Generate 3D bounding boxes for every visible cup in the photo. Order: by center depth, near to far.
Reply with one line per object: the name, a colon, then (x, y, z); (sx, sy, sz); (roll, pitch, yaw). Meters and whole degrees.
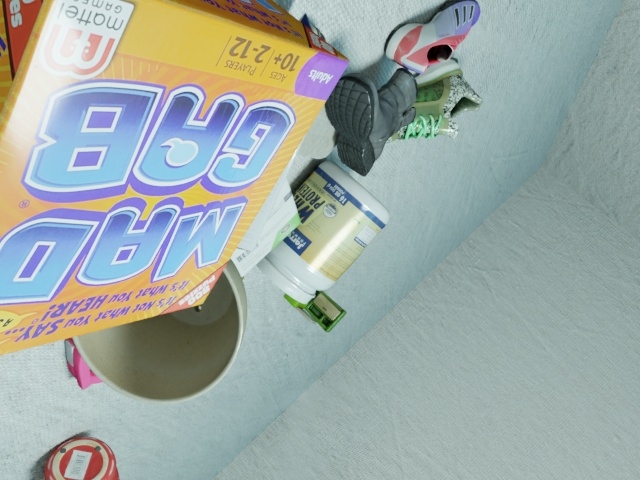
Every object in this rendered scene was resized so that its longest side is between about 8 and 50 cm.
cup: (-0.279, 0.117, 1.221); (0.331, 0.331, 0.237); (-52, 178, 13)

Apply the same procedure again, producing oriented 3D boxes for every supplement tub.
supplement tub: (-0.003, -0.018, 1.572); (0.316, 0.228, 0.228); (-49, 160, 4)

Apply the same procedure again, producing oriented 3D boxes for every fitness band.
fitness band: (-0.454, 0.225, 1.384); (0.209, 0.054, 0.291); (-32, 156, -35)

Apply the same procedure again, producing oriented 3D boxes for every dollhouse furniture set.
dollhouse furniture set: (0.053, 0.141, 2.087); (0.301, 0.151, 0.197); (-47, 160, 1)

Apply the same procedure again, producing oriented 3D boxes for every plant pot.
plant pot: (-0.611, 0.617, 1.602); (0.191, 0.191, 0.174); (-27, 149, -42)

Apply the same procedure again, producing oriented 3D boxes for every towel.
towel: (-0.014, -0.271, 1.351); (0.187, 0.049, 0.282); (-55, 157, 17)

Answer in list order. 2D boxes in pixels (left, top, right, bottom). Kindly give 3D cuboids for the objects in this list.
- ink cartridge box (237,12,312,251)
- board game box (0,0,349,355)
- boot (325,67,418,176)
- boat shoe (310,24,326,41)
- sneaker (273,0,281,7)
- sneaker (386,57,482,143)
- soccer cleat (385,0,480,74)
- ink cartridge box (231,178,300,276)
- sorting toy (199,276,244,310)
ink cartridge box: (-0.094, -0.192, 1.027); (0.072, 0.303, 0.307); (14, 125, -19)
board game box: (-0.267, -0.150, 0.628); (0.356, 0.356, 0.356); (-56, 158, 23)
boot: (0.125, -0.308, 1.370); (0.222, 0.118, 0.338); (-49, 165, -14)
boat shoe: (-0.053, -0.304, 1.174); (0.065, 0.075, 0.206); (-1, 126, -59)
sneaker: (-0.120, -0.335, 0.870); (0.094, 0.153, 0.235); (-48, 159, 1)
sneaker: (0.271, -0.324, 1.618); (0.410, 0.182, 0.158); (-38, 158, -21)
soccer cleat: (0.292, -0.478, 1.471); (0.318, 0.116, 0.108); (-33, 156, -32)
ink cartridge box: (-0.164, -0.064, 1.334); (0.198, 0.115, 0.273); (-43, 159, -12)
sorting toy: (-0.299, 0.181, 1.641); (0.307, 0.041, 0.229); (-54, 154, 17)
